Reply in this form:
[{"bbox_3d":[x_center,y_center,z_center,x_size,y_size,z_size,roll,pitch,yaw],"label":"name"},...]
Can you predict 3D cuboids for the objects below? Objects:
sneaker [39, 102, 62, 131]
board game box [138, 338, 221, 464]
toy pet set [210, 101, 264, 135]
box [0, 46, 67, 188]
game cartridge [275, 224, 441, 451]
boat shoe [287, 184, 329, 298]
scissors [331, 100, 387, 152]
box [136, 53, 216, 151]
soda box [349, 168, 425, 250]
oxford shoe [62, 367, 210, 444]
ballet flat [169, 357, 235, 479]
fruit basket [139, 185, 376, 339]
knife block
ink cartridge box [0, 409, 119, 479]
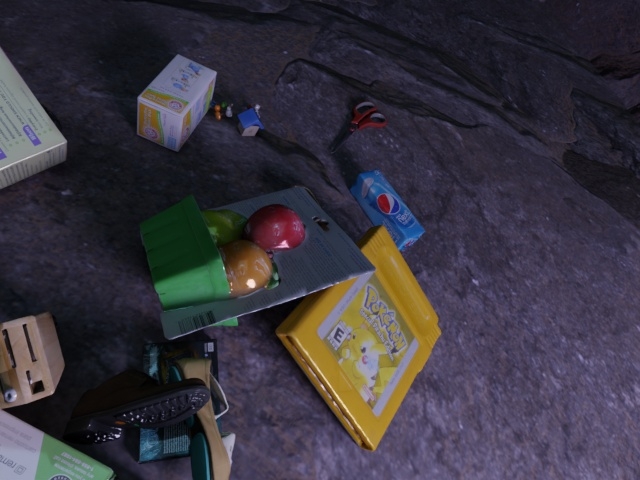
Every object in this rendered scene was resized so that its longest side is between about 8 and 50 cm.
[{"bbox_3d":[-0.656,-0.262,0.870,0.221,0.087,0.083,17,18,-27],"label":"sneaker"},{"bbox_3d":[-0.233,0.259,0.707,0.126,0.026,0.186,2,57,-21],"label":"board game box"},{"bbox_3d":[-0.201,-0.329,1.091,0.122,0.065,0.114,-10,66,-38],"label":"toy pet set"},{"bbox_3d":[-0.625,-0.197,0.743,0.243,0.117,0.213,-38,102,-31],"label":"box"},{"bbox_3d":[0.100,0.169,0.810,0.324,0.053,0.285,-45,109,-36],"label":"game cartridge"},{"bbox_3d":[0.000,0.000,0.922,0.123,0.116,0.324,-7,61,-26],"label":"boat shoe"},{"bbox_3d":[0.092,-0.341,1.260,0.109,0.021,0.297,47,54,9],"label":"scissors"},{"bbox_3d":[-0.340,-0.328,1.011,0.103,0.114,0.203,23,50,-8],"label":"box"},{"bbox_3d":[0.164,-0.077,1.071,0.067,0.071,0.210,-21,67,-32],"label":"soda box"},{"bbox_3d":[-0.268,0.227,0.626,0.228,0.082,0.096,-15,47,10],"label":"oxford shoe"},{"bbox_3d":[-0.169,0.285,0.651,0.073,0.080,0.232,-3,59,-37],"label":"ballet flat"},{"bbox_3d":[-0.131,0.022,0.784,0.354,0.165,0.327,-13,38,-23],"label":"fruit basket"},{"bbox_3d":[-0.389,0.144,0.570,0.242,0.276,0.088,-19,94,-74],"label":"knife block"},{"bbox_3d":[-0.414,0.369,0.500,0.199,0.114,0.272,29,52,-1],"label":"ink cartridge box"}]
